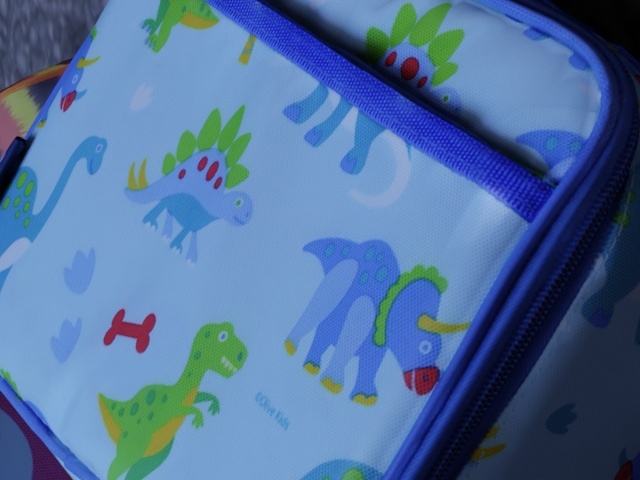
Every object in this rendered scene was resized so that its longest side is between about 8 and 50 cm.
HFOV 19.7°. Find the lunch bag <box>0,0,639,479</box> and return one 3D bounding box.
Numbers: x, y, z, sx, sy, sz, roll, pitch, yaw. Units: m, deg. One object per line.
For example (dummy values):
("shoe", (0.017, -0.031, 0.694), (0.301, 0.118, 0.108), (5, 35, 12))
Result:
("lunch bag", (0.000, 0.000, 0.486), (0.176, 0.090, 0.219), (-56, 40, 7))

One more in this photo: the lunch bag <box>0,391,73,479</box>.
("lunch bag", (-0.101, 0.178, 0.655), (0.120, 0.258, 0.293), (-61, -10, -55))

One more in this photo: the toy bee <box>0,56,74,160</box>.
("toy bee", (-0.147, 0.042, 0.748), (0.195, 0.162, 0.298), (51, 140, 41))
